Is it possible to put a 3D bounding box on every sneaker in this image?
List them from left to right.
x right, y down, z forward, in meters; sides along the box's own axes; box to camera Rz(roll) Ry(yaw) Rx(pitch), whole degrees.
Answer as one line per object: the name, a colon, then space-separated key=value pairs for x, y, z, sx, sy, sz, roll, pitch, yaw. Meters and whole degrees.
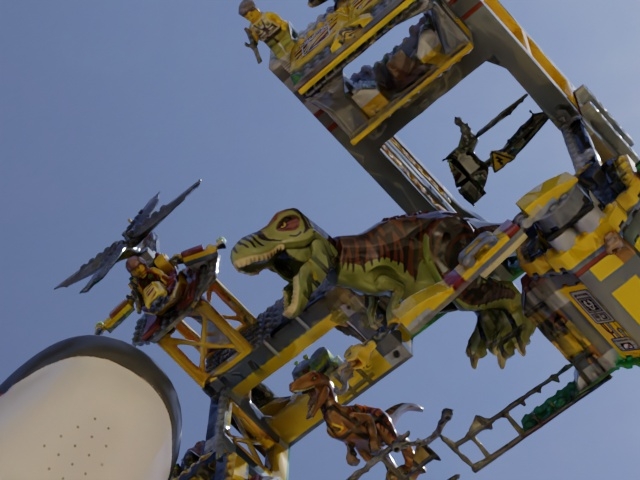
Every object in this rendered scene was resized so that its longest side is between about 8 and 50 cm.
sneaker: x=-0.145 y=0.167 z=0.684 sx=0.090 sy=0.145 sz=0.270 roll=37 pitch=-79 yaw=-11

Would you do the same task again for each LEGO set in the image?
LEGO set: x=0.000 y=0.000 z=0.813 sx=0.192 sy=0.331 sz=0.255 roll=46 pitch=-154 yaw=-18
